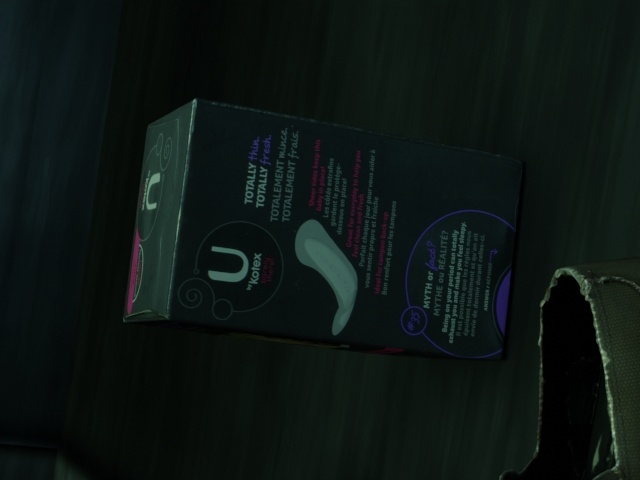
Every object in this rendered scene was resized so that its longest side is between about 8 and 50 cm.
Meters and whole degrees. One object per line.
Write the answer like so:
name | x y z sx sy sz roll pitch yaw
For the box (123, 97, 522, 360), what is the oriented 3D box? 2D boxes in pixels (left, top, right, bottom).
box | 0.000 0.000 1.054 0.143 0.270 0.165 171 107 -68

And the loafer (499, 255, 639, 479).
loafer | 0.147 0.176 0.765 0.134 0.130 0.366 157 125 -67
